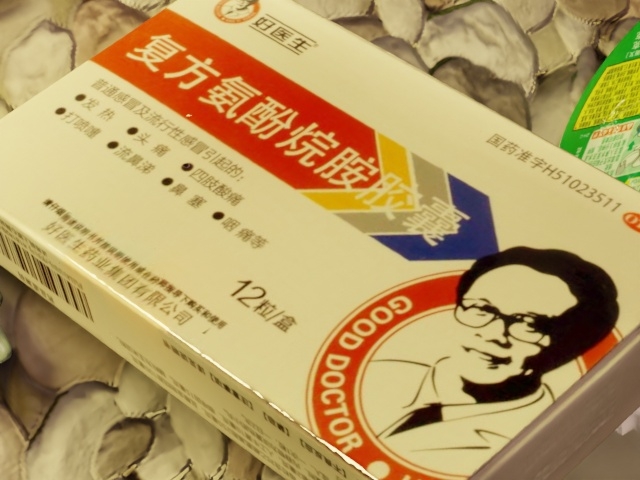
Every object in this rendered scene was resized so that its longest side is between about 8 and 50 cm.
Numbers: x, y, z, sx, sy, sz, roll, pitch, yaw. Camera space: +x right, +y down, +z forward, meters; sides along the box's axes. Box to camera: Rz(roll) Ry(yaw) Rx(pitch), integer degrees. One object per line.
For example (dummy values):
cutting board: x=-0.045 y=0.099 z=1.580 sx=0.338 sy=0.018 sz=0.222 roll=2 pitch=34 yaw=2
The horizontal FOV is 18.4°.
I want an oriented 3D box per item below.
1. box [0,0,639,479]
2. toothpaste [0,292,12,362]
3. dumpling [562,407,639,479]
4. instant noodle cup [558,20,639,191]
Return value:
box: x=0.000 y=0.000 z=0.982 sx=0.214 sy=0.069 sz=0.353 roll=-38 pitch=53 yaw=-26
toothpaste: x=-0.218 y=-0.019 z=1.021 sx=0.057 sy=0.035 sz=0.197 roll=-32 pitch=97 yaw=16
dumpling: x=0.123 y=0.091 z=1.069 sx=0.243 sy=0.227 sz=0.175 roll=13 pitch=54 yaw=-17
instant noodle cup: x=0.294 y=-0.028 z=1.193 sx=0.232 sy=0.207 sz=0.207 roll=34 pitch=67 yaw=-23
